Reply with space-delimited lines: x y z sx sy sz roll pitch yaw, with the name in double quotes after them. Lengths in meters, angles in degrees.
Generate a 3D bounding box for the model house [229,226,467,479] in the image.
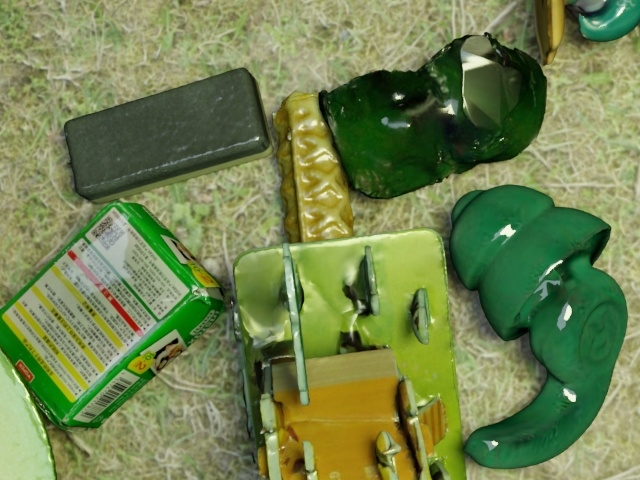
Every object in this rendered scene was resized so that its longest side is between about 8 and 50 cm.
0.046 0.169 0.935 0.243 0.313 0.357 -6 99 -5 "model house"

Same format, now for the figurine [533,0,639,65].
0.370 -0.270 1.078 0.257 0.180 0.208 -6 40 9 "figurine"

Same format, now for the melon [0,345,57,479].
-0.427 0.244 1.105 0.343 0.226 0.331 45 119 -3 "melon"

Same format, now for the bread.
0.000 0.000 1.148 0.084 0.077 0.367 -7 79 6 "bread"

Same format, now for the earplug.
0.222 0.076 1.064 0.257 0.164 0.280 -47 68 25 "earplug"

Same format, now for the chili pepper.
0.143 -0.141 1.100 0.265 0.116 0.148 -14 85 -7 "chili pepper"

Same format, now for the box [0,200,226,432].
-0.255 0.090 1.172 0.250 0.103 0.180 -43 76 1 "box"

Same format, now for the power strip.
-0.193 -0.126 1.211 0.257 0.070 0.105 -15 76 7 "power strip"
